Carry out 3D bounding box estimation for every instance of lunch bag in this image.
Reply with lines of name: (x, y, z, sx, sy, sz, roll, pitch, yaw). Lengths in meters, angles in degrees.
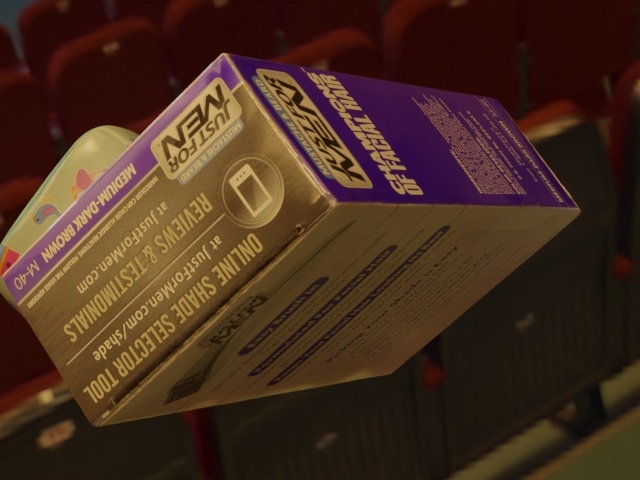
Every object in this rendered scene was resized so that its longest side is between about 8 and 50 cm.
lunch bag: (-0.193, 0.007, 1.654, 0.108, 0.279, 0.224, 42, 95, 24)

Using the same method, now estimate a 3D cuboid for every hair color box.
hair color box: (0.000, 0.000, 0.950, 0.185, 0.110, 0.339, -42, -17, 22)
